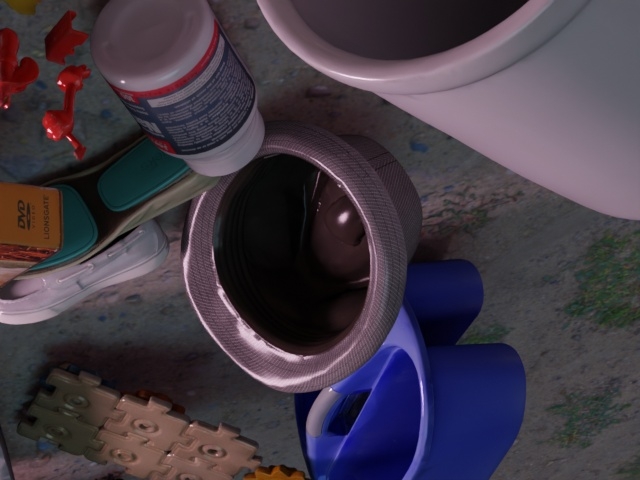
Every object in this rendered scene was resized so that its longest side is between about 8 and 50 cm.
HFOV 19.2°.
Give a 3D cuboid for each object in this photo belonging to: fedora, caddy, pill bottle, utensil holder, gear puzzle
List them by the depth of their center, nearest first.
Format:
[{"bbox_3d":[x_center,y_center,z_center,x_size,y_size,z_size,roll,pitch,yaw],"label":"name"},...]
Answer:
[{"bbox_3d":[0.186,-0.212,1.448,0.327,0.328,0.385,-35,146,24],"label":"utensil holder"},{"bbox_3d":[-0.114,-0.132,1.611,0.108,0.108,0.180,-23,147,7],"label":"pill bottle"},{"bbox_3d":[0.000,0.000,1.805,0.124,0.243,0.275,-27,152,-46],"label":"fedora"},{"bbox_3d":[0.072,0.168,2.030,0.179,0.241,0.341,-7,146,-25],"label":"caddy"},{"bbox_3d":[-0.152,0.216,2.062,0.339,0.044,0.175,21,144,-11],"label":"gear puzzle"}]

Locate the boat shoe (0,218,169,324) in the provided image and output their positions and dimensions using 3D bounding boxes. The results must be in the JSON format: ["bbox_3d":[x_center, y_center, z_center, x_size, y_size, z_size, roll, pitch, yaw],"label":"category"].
[{"bbox_3d":[-0.238,0.022,1.825,0.184,0.066,0.063,-18,134,4],"label":"boat shoe"}]

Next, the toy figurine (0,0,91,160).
[{"bbox_3d":[-0.381,-0.110,1.451,0.362,0.191,0.217,10,143,-35],"label":"toy figurine"}]

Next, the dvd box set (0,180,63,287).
[{"bbox_3d":[-0.470,0.002,1.586,0.420,0.062,0.307,7,160,-34],"label":"dvd box set"}]

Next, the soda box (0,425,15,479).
[{"bbox_3d":[-0.382,0.214,2.002,0.091,0.098,0.286,-14,148,-9],"label":"soda box"}]

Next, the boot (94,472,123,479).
[{"bbox_3d":[-0.263,0.345,2.240,0.099,0.121,0.045,-24,150,20],"label":"boot"}]

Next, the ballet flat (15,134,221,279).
[{"bbox_3d":[-0.201,-0.030,1.755,0.248,0.086,0.086,-25,147,9],"label":"ballet flat"}]
